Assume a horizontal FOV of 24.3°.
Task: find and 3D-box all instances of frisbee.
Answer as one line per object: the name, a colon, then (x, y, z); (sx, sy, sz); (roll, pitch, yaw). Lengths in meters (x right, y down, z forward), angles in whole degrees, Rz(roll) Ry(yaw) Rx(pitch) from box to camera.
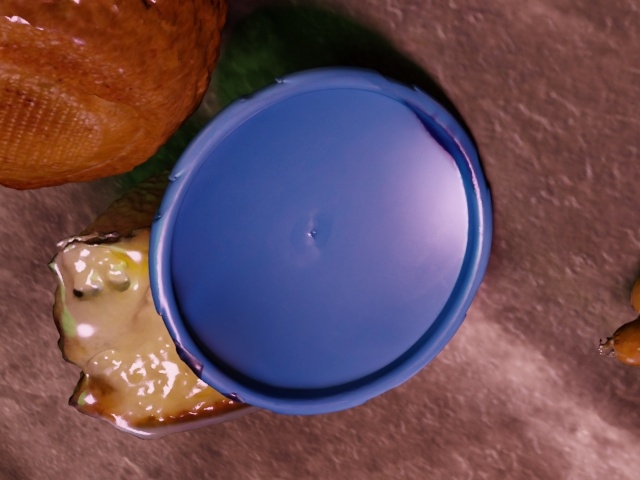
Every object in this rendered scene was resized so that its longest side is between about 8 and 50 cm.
frisbee: (0.000, 0.000, 0.988); (0.045, 0.242, 0.242); (42, 157, 61)

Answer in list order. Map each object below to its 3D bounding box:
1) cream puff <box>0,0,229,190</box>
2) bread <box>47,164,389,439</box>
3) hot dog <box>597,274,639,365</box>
cream puff: (-0.198, -0.165, 0.939); (0.303, 0.212, 0.303); (7, 157, 3)
bread: (-0.076, 0.025, 1.076); (0.252, 0.133, 0.174); (-16, 122, -9)
hot dog: (0.305, 0.053, 0.920); (0.269, 0.072, 0.109); (-5, 118, 32)
